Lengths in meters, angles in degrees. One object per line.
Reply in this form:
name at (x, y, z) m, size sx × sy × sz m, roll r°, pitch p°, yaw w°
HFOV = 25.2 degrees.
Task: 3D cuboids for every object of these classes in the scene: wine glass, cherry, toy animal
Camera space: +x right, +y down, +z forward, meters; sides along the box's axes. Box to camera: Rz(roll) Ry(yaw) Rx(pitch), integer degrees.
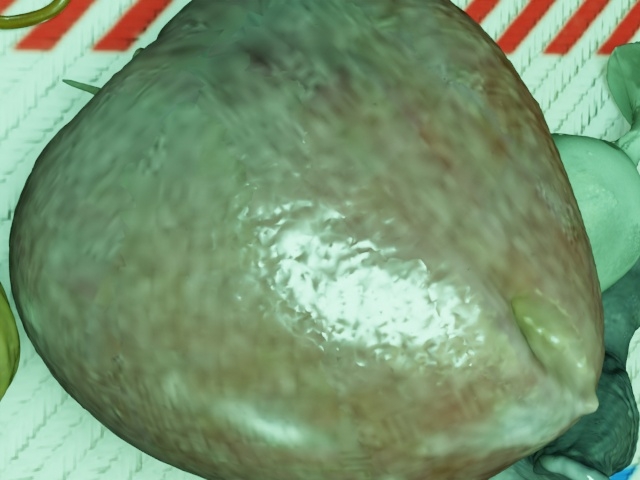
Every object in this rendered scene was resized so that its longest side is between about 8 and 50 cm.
wine glass at (0.132, -0.007, 0.836) m, size 0.231 × 0.103 × 0.103 m, roll -42°, pitch 113°, yaw -14°
cherry at (0.000, 0.000, 0.674) m, size 0.261 × 0.307 × 0.221 m, roll -48°, pitch 157°, yaw -22°
toy animal at (0.127, 0.124, 0.804) m, size 0.081 × 0.367 × 0.206 m, roll 30°, pitch 114°, yaw 7°

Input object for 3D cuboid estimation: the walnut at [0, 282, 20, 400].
walnut at (-0.218, 0.047, 0.627) m, size 0.166 × 0.149 × 0.166 m, roll -1°, pitch 106°, yaw -3°

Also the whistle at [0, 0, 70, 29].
whistle at (-0.159, -0.136, 0.699) m, size 0.109 × 0.046 × 0.057 m, roll -12°, pitch 86°, yaw -33°
